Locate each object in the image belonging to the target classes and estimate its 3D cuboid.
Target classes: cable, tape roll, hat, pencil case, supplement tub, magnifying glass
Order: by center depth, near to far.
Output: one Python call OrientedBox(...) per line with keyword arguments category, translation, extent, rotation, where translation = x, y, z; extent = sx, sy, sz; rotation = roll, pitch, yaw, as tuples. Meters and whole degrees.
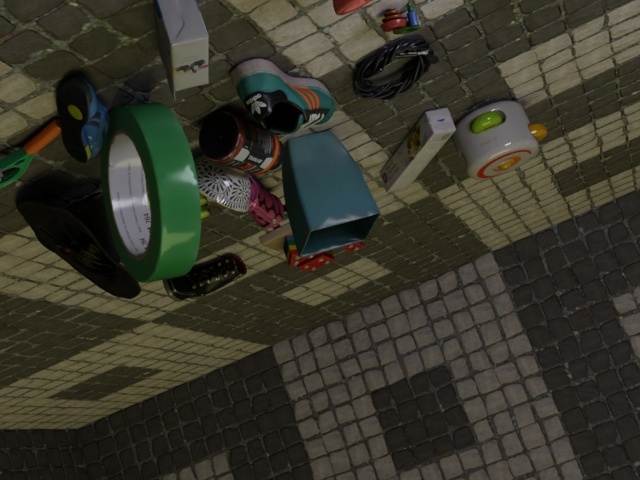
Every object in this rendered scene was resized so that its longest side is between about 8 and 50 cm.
OrientedBox(category="tape roll", translation=(-0.312, -0.087, 1.720), extent=(0.077, 0.321, 0.321), rotation=(-10, 160, -28))
OrientedBox(category="magnifying glass", translation=(-0.547, -0.152, 1.743), extent=(0.231, 0.026, 0.092), rotation=(-34, 173, 27))
OrientedBox(category="cable", translation=(0.143, -0.338, 1.912), extent=(0.184, 0.047, 0.150), rotation=(-27, 161, 24))
OrientedBox(category="supplement tub", translation=(-0.151, -0.193, 1.936), extent=(0.106, 0.106, 0.198), rotation=(-28, 161, 25))
OrientedBox(category="hat", translation=(-0.473, -0.019, 2.003), extent=(0.134, 0.331, 0.331), rotation=(-54, 175, -22))
OrientedBox(category="pencil case", translation=(-0.151, -0.089, 2.264), extent=(0.095, 0.098, 0.209), rotation=(-23, 162, 12))

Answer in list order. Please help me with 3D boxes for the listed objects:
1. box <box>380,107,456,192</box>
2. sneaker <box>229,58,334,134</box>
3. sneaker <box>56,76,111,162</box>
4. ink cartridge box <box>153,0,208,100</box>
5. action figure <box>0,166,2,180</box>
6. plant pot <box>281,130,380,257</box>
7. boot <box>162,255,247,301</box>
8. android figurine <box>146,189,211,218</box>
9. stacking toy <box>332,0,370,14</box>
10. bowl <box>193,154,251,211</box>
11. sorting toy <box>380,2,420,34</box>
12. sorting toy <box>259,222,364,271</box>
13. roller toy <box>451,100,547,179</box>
OrientedBox(category="box", translation=(0.236, -0.218, 2.352), extent=(0.067, 0.063, 0.324), rotation=(-11, 161, -21))
OrientedBox(category="sneaker", translation=(-0.060, -0.250, 1.835), extent=(0.108, 0.121, 0.302), rotation=(-28, 161, 27))
OrientedBox(category="sneaker", translation=(-0.407, -0.225, 1.660), extent=(0.082, 0.069, 0.209), rotation=(-51, 168, -31))
OrientedBox(category="ink cartridge box", translation=(-0.219, -0.311, 1.505), extent=(0.061, 0.104, 0.181), rotation=(-15, 163, -12))
OrientedBox(category="action figure", translation=(-0.631, -0.119, 1.589), extent=(0.164, 0.141, 0.276), rotation=(-30, 162, -4))
OrientedBox(category="plant pot", translation=(0.002, -0.113, 2.128), extent=(0.165, 0.234, 0.165), rotation=(-16, 162, -16))
OrientedBox(category="boot", translation=(-0.325, 0.100, 2.679), extent=(0.178, 0.085, 0.236), rotation=(-27, 168, 15))
OrientedBox(category="android figurine", translation=(-0.390, -0.051, 2.191), extent=(0.272, 0.056, 0.248), rotation=(-19, 163, -5))
OrientedBox(category="stacking toy", translation=(0.141, -0.481, 1.463), extent=(0.309, 0.130, 0.279), rotation=(-25, -172, 26))
OrientedBox(category="bowl", translation=(-0.208, -0.138, 2.019), extent=(0.080, 0.170, 0.170), rotation=(-58, 151, 11))
OrientedBox(category="sorting toy", translation=(0.148, -0.406, 1.739), extent=(0.061, 0.042, 0.102), rotation=(-12, -179, 30))
OrientedBox(category="sorting toy", translation=(0.000, 0.000, 2.715), extent=(0.257, 0.089, 0.255), rotation=(-25, 162, 18))
OrientedBox(category="roller toy", translation=(0.436, -0.241, 2.358), extent=(0.209, 0.146, 0.191), rotation=(-9, 160, -33))
